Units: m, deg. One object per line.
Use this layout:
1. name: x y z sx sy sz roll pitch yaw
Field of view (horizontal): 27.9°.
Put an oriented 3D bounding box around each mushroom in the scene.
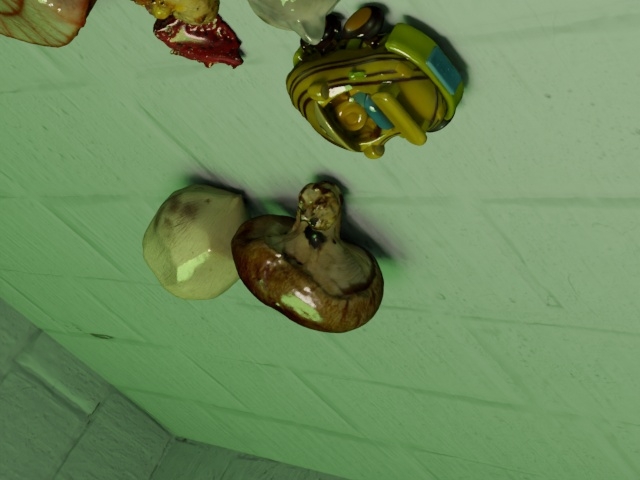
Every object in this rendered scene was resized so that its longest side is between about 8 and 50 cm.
1. mushroom: 0.000 0.034 2.181 0.254 0.267 0.267 -33 120 28

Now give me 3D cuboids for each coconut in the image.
1. coconut: -0.212 -0.006 2.337 0.224 0.224 0.224 25 158 11

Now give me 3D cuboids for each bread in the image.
1. bread: -0.485 -0.422 1.882 0.295 0.114 0.327 6 148 50

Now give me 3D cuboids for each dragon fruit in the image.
1. dragon fruit: -0.177 -0.284 1.862 0.097 0.063 0.131 4 147 48

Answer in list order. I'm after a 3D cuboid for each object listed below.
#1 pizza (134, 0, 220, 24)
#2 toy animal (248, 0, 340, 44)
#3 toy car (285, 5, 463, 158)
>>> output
1. pizza: -0.237 -0.374 1.561 0.278 0.114 0.409 46 -179 9
2. toy animal: -0.085 -0.350 1.469 0.308 0.188 0.266 32 168 -15
3. toy car: 0.059 -0.186 1.673 0.248 0.142 0.200 -2 141 50
